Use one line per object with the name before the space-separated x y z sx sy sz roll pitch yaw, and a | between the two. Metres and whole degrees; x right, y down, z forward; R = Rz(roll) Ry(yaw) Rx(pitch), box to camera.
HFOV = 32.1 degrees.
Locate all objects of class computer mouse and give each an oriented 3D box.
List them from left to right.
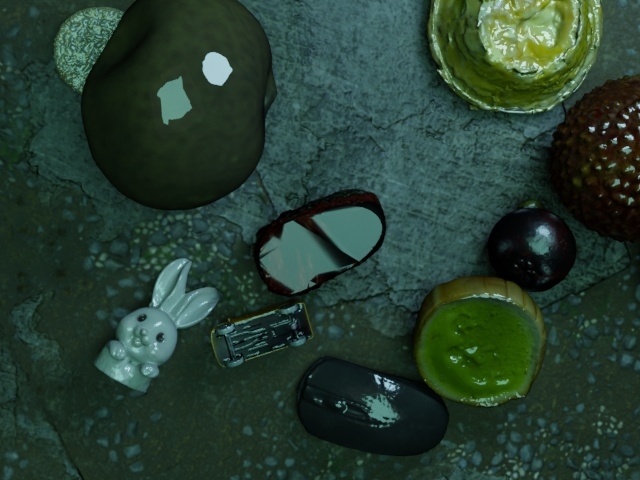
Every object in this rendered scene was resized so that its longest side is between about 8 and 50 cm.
computer mouse | 0.092 0.285 1.852 0.269 0.086 0.138 16 92 -8

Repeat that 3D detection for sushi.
sushi | 0.000 0.000 1.799 0.225 0.126 0.136 -25 99 1

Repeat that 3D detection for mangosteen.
mangosteen | 0.353 0.007 1.842 0.152 0.152 0.153 -1 95 -8

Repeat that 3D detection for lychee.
lychee | 0.506 -0.135 1.783 0.275 0.304 0.276 7 80 -40

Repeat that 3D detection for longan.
longan | -0.206 -0.217 1.673 0.288 0.288 0.350 19 83 -9

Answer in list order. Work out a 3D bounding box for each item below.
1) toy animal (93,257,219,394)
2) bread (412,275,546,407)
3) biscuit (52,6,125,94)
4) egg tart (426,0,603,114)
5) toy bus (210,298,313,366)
toy animal | -0.258 0.133 1.772 0.103 0.131 0.221 36 87 5
bread | 0.263 0.169 1.834 0.236 0.070 0.236 1 117 3
biscuit | -0.350 -0.299 1.771 0.152 0.020 0.152 -1 96 -7
egg tart | 0.330 -0.356 1.812 0.314 0.120 0.315 -1 96 -9
toy bus | -0.100 0.148 1.818 0.162 0.074 0.070 -17 104 -8
